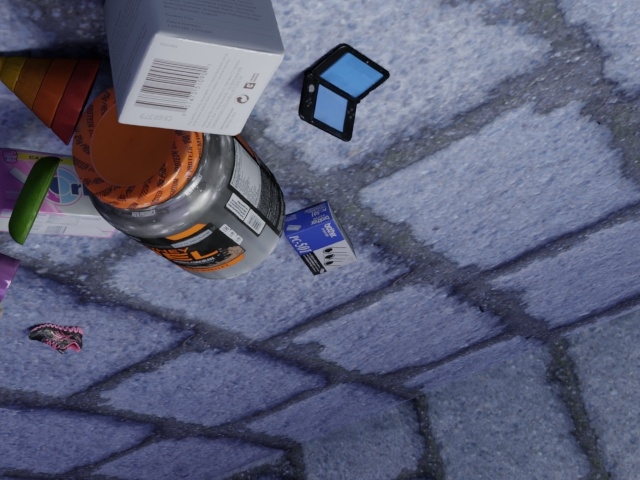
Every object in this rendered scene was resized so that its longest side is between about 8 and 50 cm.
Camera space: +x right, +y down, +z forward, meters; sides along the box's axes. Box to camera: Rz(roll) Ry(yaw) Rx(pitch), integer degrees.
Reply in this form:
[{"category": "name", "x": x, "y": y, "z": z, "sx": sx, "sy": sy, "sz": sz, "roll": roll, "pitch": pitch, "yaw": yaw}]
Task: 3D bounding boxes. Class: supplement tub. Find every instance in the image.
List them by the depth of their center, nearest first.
[{"category": "supplement tub", "x": -0.187, "y": -0.078, "z": 1.193, "sx": 0.207, "sy": 0.207, "sz": 0.338, "roll": -19, "pitch": 160, "yaw": 9}]

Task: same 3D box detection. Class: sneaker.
[{"category": "sneaker", "x": -0.548, "y": 0.208, "z": 1.789, "sx": 0.119, "sy": 0.057, "sz": 0.047, "roll": 8, "pitch": 147, "yaw": -36}]

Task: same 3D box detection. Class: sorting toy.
[{"category": "sorting toy", "x": -0.413, "y": -0.094, "z": 1.128, "sx": 0.126, "sy": 0.127, "sz": 0.365, "roll": 24, "pitch": 106, "yaw": -17}]

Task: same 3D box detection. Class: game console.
[{"category": "game console", "x": 0.036, "y": -0.214, "z": 1.268, "sx": 0.071, "sy": 0.107, "sz": 0.122, "roll": 1, "pitch": 167, "yaw": 41}]

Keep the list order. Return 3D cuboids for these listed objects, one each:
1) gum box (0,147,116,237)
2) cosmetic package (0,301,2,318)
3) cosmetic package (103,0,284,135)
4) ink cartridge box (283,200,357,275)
[{"category": "gum box", "x": -0.400, "y": -0.069, "z": 1.279, "sx": 0.188, "sy": 0.107, "sz": 0.062, "roll": 4, "pitch": 147, "yaw": -33}, {"category": "cosmetic package", "x": -0.658, "y": 0.133, "z": 1.606, "sx": 0.115, "sy": 0.041, "sz": 0.060, "roll": 1, "pitch": 149, "yaw": -28}, {"category": "cosmetic package", "x": -0.152, "y": -0.242, "z": 0.988, "sx": 0.151, "sy": 0.183, "sz": 0.151, "roll": 3, "pitch": 148, "yaw": -29}, {"category": "ink cartridge box", "x": 0.000, "y": 0.000, "z": 1.679, "sx": 0.097, "sy": 0.046, "sz": 0.207, "roll": -20, "pitch": 153, "yaw": 8}]
